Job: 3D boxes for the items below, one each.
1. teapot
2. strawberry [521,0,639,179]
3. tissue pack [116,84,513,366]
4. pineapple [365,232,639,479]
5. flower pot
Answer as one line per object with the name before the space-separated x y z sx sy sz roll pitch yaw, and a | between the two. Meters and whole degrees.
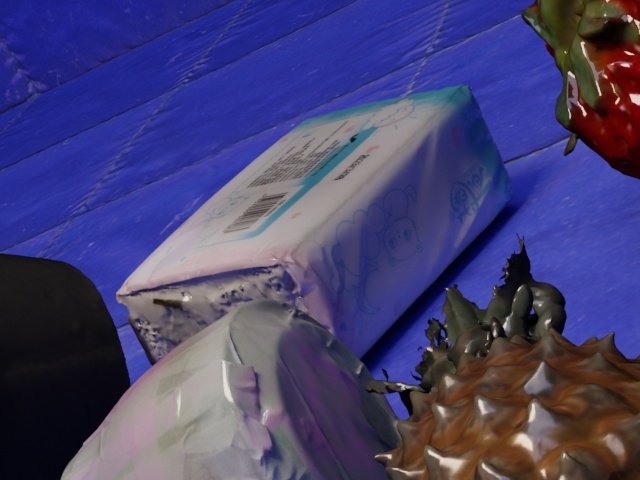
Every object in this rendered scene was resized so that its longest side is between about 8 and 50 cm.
teapot | -0.044 0.163 0.966 0.178 0.222 0.163 -32 -26 25
strawberry | 0.286 -0.159 1.182 0.276 0.257 0.257 -2 11 -13
tissue pack | 0.002 0.000 1.355 0.201 0.124 0.271 -14 21 45
pineapple | 0.102 0.098 0.814 0.175 0.175 0.361 -27 16 10
flower pot | -0.245 0.110 1.306 0.166 0.269 0.269 -13 3 -38
